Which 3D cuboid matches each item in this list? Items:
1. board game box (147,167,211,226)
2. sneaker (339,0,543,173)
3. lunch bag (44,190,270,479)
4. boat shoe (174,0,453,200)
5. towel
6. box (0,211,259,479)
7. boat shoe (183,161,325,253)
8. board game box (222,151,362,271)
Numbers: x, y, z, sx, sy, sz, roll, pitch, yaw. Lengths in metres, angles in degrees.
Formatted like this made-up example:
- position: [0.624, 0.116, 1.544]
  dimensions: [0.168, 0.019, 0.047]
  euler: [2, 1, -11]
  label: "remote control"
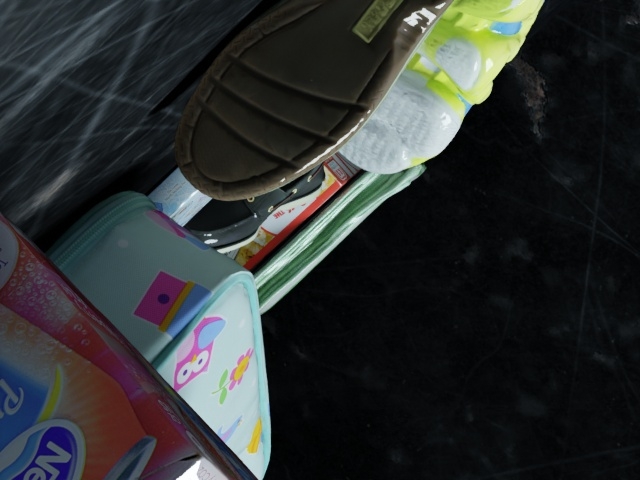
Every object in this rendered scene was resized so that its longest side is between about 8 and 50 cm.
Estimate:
- position: [-0.080, -0.026, 1.058]
  dimensions: [0.090, 0.020, 0.090]
  euler: [-42, 178, 10]
  label: "board game box"
- position: [0.087, -0.129, 1.054]
  dimensions: [0.126, 0.091, 0.240]
  euler: [-41, 177, -35]
  label: "sneaker"
- position: [-0.120, 0.114, 0.975]
  dimensions: [0.224, 0.108, 0.279]
  euler: [-51, 162, -25]
  label: "lunch bag"
- position: [0.011, -0.093, 0.815]
  dimensions: [0.190, 0.068, 0.072]
  euler: [-43, -170, 12]
  label: "boat shoe"
- position: [0.000, 0.000, 1.634]
  dimensions: [0.248, 0.038, 0.325]
  euler: [-42, -179, 6]
  label: "towel"
- position: [-0.087, 0.134, 0.721]
  dimensions: [0.142, 0.154, 0.300]
  euler: [-42, 149, -5]
  label: "box"
- position: [-0.048, -0.033, 1.259]
  dimensions: [0.133, 0.049, 0.042]
  euler: [-32, 145, -36]
  label: "boat shoe"
- position: [-0.039, -0.021, 1.565]
  dimensions: [0.193, 0.045, 0.147]
  euler: [-43, 179, 25]
  label: "board game box"
